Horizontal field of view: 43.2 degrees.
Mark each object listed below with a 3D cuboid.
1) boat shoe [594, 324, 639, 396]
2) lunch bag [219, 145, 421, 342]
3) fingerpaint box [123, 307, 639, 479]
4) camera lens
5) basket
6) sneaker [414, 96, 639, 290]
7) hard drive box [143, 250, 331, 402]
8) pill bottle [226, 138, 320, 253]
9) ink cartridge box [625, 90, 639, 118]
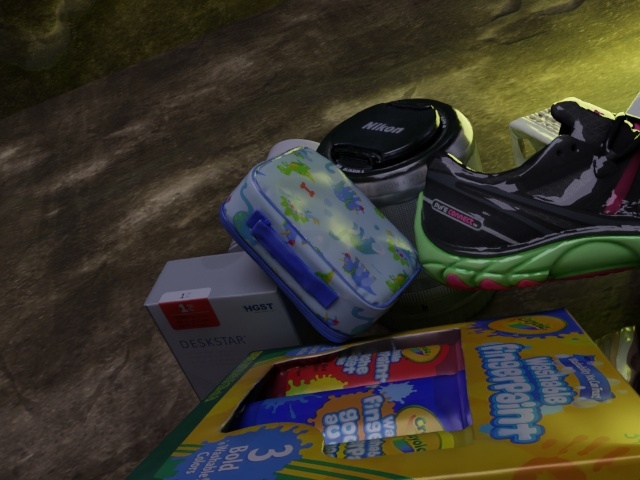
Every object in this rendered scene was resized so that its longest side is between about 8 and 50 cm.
[{"bbox_3d":[0.325,0.171,0.900,0.072,0.068,0.190,-16,22,31],"label":"boat shoe"},{"bbox_3d":[0.000,0.000,0.920,0.090,0.219,0.176,-46,-4,31],"label":"lunch bag"},{"bbox_3d":[0.073,0.193,0.706,0.370,0.163,0.445,-9,4,10],"label":"fingerpaint box"},{"bbox_3d":[0.123,-0.039,1.111,0.219,0.274,0.219,-15,34,10],"label":"camera lens"},{"bbox_3d":[0.384,-0.131,1.243,0.103,0.113,0.167,-26,34,-11],"label":"basket"},{"bbox_3d":[0.338,-0.069,0.882,0.482,0.202,0.185,-10,-3,6],"label":"sneaker"},{"bbox_3d":[-0.087,0.129,1.029,0.181,0.232,0.089,-8,35,21],"label":"hard drive box"},{"bbox_3d":[-0.049,-0.001,1.194,0.162,0.162,0.279,-2,57,27],"label":"pill bottle"},{"bbox_3d":[0.460,-0.092,1.059,0.085,0.203,0.148,9,44,38],"label":"ink cartridge box"}]
